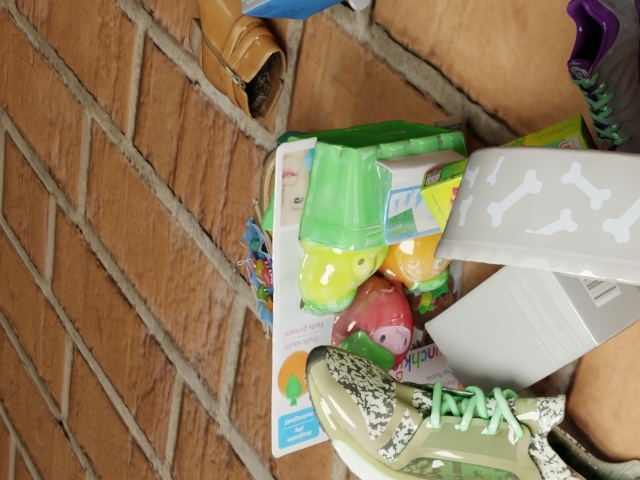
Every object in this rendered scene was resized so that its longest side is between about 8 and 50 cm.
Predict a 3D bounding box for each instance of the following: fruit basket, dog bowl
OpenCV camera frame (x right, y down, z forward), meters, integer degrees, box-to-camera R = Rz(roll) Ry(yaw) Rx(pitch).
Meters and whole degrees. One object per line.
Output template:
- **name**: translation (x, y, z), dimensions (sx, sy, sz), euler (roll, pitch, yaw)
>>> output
- **fruit basket**: translation (0.071, 0.045, 1.552), dimensions (0.165, 0.327, 0.353), euler (6, 103, 44)
- **dog bowl**: translation (0.275, -0.011, 1.176), dimensions (0.349, 0.348, 0.102), euler (5, 88, 60)

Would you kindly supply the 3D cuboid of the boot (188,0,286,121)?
- **boot**: translation (-0.125, -0.333, 2.001), dimensions (0.220, 0.109, 0.283), euler (53, 141, 42)

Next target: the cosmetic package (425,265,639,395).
- **cosmetic package**: translation (0.230, 0.084, 1.473), dimensions (0.127, 0.107, 0.238), euler (59, 148, 7)

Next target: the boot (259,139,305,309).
- **boot**: translation (0.000, 0.000, 1.841), dimensions (0.115, 0.112, 0.305), euler (28, 143, 41)

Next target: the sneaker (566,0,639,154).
- **sneaker**: translation (0.281, -0.143, 1.355), dimensions (0.083, 0.098, 0.224), euler (2, 98, 60)

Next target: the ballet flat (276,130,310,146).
- **ballet flat**: translation (0.006, -0.115, 1.890), dimensions (0.188, 0.070, 0.070), euler (19, 113, 59)

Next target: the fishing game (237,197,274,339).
- **fishing game**: translation (-0.093, 0.059, 2.043), dimensions (0.264, 0.041, 0.189), euler (112, 142, -70)

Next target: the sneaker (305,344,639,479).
- **sneaker**: translation (0.175, 0.200, 1.432), dimensions (0.182, 0.410, 0.158), euler (-52, 14, 26)

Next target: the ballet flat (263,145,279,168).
- **ballet flat**: translation (-0.046, -0.044, 1.915), dimensions (0.074, 0.074, 0.203), euler (57, 164, 37)

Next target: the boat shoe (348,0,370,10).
- **boat shoe**: translation (0.045, -0.349, 1.784), dimensions (0.035, 0.035, 0.100), euler (168, 95, -73)

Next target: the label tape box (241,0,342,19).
- **label tape box**: translation (-0.013, -0.473, 1.741), dimensions (0.240, 0.106, 0.334), euler (-10, 82, 60)

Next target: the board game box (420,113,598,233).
- **board game box**: translation (0.207, -0.054, 1.426), dimensions (0.181, 0.043, 0.092), euler (-21, 116, 23)
